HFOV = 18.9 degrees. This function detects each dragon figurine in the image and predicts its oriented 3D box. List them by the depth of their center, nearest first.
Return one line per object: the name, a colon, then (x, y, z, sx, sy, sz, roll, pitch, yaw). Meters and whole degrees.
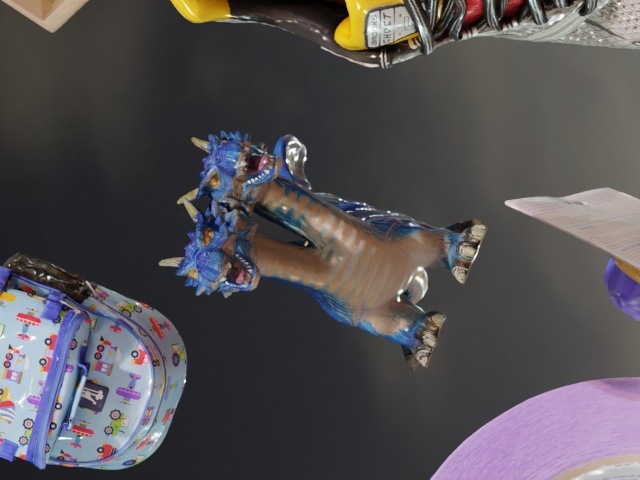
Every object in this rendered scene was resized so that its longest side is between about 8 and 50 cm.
dragon figurine: (0.000, 0.000, 0.968, 0.144, 0.085, 0.289, 25, -177, 1)

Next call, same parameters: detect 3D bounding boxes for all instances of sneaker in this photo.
sneaker: (0.047, -0.097, 0.708, 0.088, 0.225, 0.092, 84, -162, -45)

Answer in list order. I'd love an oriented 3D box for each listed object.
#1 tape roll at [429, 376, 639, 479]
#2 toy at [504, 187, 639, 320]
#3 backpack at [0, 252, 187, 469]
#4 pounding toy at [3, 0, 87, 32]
tape roll: (0.162, 0.210, 0.954, 0.090, 0.275, 0.275, 100, 160, -60)
toy: (0.229, 0.039, 1.103, 0.137, 0.237, 0.056, -7, -63, -56)
backpack: (-0.199, 0.108, 1.510, 0.173, 0.158, 0.117, 22, -173, 2)
pounding toy: (-0.231, -0.264, 1.446, 0.181, 0.206, 0.094, 33, -108, -14)
